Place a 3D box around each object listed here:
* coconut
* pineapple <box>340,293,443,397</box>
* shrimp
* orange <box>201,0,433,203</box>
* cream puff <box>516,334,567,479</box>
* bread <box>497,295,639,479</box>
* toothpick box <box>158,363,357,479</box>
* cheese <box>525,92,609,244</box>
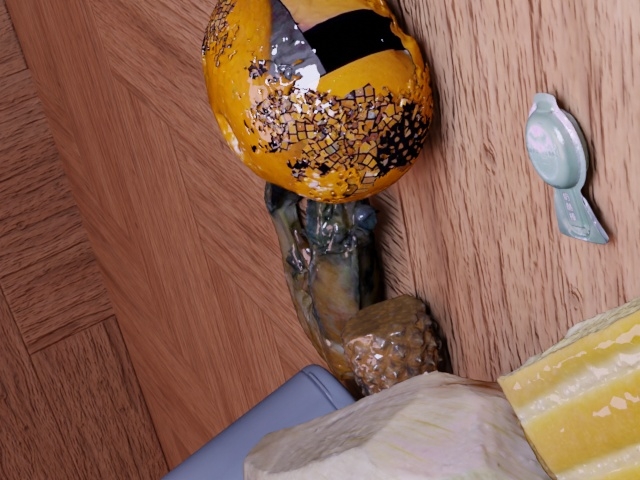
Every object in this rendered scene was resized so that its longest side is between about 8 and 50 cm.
[{"bbox_3d":[0.109,0.284,1.039,0.415,0.344,0.415,24,138,23],"label":"coconut"},{"bbox_3d":[0.095,0.181,1.296,0.111,0.119,0.237,-126,15,-67],"label":"pineapple"},{"bbox_3d":[0.000,0.000,1.398,0.445,0.085,0.272,94,151,-63],"label":"shrimp"},{"bbox_3d":[-0.006,-0.141,1.080,0.234,0.182,0.234,50,168,15],"label":"orange"},{"bbox_3d":[0.224,0.131,0.892,0.144,0.103,0.126,40,123,18],"label":"cream puff"},{"bbox_3d":[0.267,0.127,0.708,0.239,0.111,0.246,57,142,5],"label":"bread"},{"bbox_3d":[-0.081,0.346,1.547,0.263,0.354,0.263,52,171,12],"label":"toothpick box"},{"bbox_3d":[0.182,-0.054,0.902,0.067,0.026,0.121,22,135,64],"label":"cheese"}]
